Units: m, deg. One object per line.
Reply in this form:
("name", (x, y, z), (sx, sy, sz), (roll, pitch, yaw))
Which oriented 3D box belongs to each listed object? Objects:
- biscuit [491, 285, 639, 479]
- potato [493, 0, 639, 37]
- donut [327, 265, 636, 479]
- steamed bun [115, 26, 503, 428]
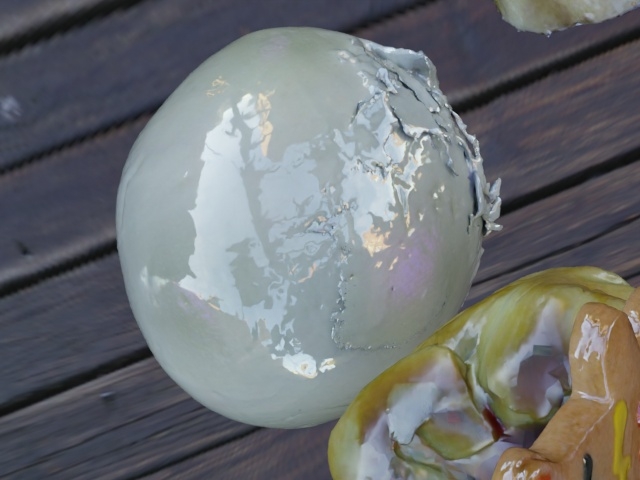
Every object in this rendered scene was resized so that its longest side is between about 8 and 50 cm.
("biscuit", (0.160, 0.114, 1.086), (0.036, 0.250, 0.165), (8, 127, 28))
("potato", (0.217, -0.303, 1.606), (0.116, 0.239, 0.299), (50, 53, -28))
("donut", (0.182, 0.194, 1.401), (0.360, 0.170, 0.360), (4, 100, 22))
("steamed bun", (0.000, 0.000, 1.659), (0.312, 0.233, 0.334), (-53, 122, -31))
